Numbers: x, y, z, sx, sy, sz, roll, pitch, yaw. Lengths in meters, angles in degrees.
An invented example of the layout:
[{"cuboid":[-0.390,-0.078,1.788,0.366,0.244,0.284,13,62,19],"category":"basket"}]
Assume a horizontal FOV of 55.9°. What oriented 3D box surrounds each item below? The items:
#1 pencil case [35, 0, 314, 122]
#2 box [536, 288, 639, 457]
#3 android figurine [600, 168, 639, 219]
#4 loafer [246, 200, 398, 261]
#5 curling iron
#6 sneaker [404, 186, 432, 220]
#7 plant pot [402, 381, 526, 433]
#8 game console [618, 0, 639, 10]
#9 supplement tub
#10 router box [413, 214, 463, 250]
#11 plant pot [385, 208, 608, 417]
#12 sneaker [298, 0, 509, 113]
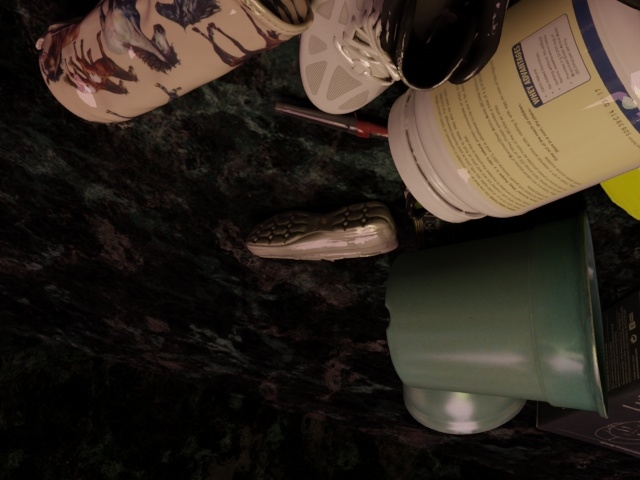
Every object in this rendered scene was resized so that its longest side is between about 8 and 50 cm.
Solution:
[{"cuboid":[-0.209,-0.284,0.793,0.410,0.160,0.184,-13,123,37],"category":"pencil case"},{"cuboid":[0.712,0.311,1.331,0.293,0.212,0.395,17,148,-6],"category":"box"},{"cuboid":[0.503,-0.098,0.832,0.248,0.056,0.273,47,160,-13],"category":"android figurine"},{"cuboid":[0.000,0.000,1.210,0.319,0.112,0.111,-4,136,26],"category":"loafer"},{"cuboid":[0.063,-0.192,0.952,0.273,0.035,0.068,11,145,3],"category":"curling iron"},{"cuboid":[0.210,-0.080,1.034,0.063,0.075,0.170,34,143,-29],"category":"sneaker"},{"cuboid":[0.318,0.267,1.390,0.292,0.293,0.196,-3,119,25],"category":"plant pot"},{"cuboid":[0.185,-0.382,0.401,0.386,0.060,0.342,20,109,-9],"category":"game console"},{"cuboid":[0.263,-0.166,0.722,0.235,0.236,0.324,32,145,-27],"category":"supplement tub"},{"cuboid":[0.226,-0.026,1.149,0.092,0.038,0.122,3,147,15],"category":"router box"},{"cuboid":[0.312,0.133,1.070,0.333,0.341,0.341,-6,143,27],"category":"plant pot"},{"cuboid":[0.063,-0.236,0.666,0.169,0.258,0.447,21,148,-13],"category":"sneaker"}]
